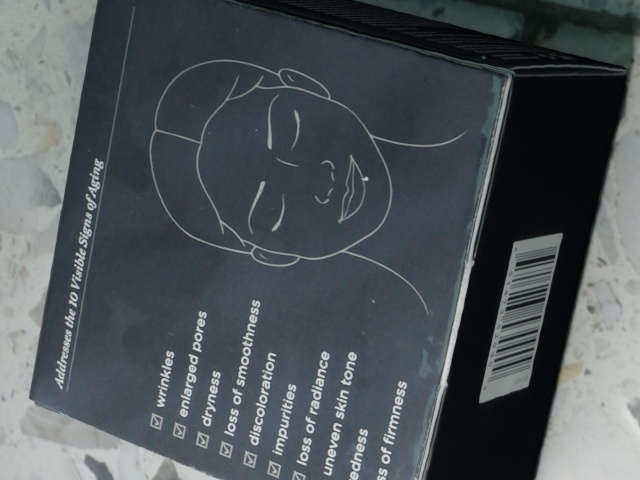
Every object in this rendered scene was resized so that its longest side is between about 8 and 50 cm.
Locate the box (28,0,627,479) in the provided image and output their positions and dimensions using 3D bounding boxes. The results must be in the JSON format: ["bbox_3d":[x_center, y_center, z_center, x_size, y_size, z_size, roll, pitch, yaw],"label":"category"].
[{"bbox_3d":[0.000,0.000,1.918,0.472,0.297,0.480,18,104,28],"label":"box"}]
